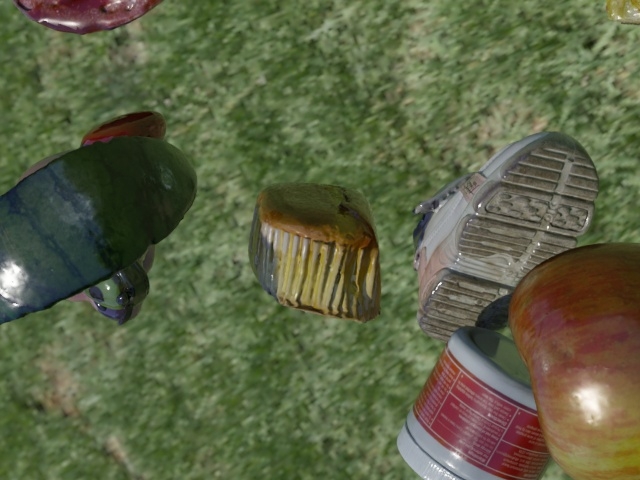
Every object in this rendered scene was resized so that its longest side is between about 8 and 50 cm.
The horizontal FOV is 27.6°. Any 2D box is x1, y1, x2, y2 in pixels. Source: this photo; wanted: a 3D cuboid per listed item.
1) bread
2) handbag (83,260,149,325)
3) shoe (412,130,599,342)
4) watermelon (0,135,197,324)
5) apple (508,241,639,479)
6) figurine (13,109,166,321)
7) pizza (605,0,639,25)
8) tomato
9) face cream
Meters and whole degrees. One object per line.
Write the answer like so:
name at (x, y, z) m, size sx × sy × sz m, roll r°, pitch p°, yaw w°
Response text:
bread at (0.000, 0.000, 1.909) m, size 0.204 × 0.288 × 0.156 m, roll 11°, pitch 105°, yaw -6°
handbag at (-0.205, 0.027, 1.196) m, size 0.111 × 0.047 × 0.072 m, roll 35°, pitch 145°, yaw 22°
shoe at (0.235, -0.034, 1.850) m, size 0.351 × 0.171 × 0.198 m, roll -55°, pitch 28°, yaw 27°
watermelon at (-0.148, 0.004, 0.792) m, size 0.075 × 0.181 × 0.092 m, roll 55°, pitch 169°, yaw 20°
apple at (0.372, 0.143, 1.515) m, size 0.301 × 0.301 × 0.302 m, roll 24°, pitch 128°, yaw 36°
figurine at (-0.339, -0.038, 1.844) m, size 0.211 × 0.270 × 0.261 m, roll 6°, pitch 119°, yaw -3°
pizza at (0.362, -0.294, 1.473) m, size 0.160 × 0.035 × 0.099 m, roll 35°, pitch 110°, yaw 65°
tomato at (-0.354, -0.459, 2.139) m, size 0.308 × 0.170 × 0.309 m, roll 0°, pitch 90°, yaw 17°
face cream at (0.231, 0.242, 1.777) m, size 0.201 × 0.201 × 0.187 m, roll 34°, pitch 106°, yaw 28°
